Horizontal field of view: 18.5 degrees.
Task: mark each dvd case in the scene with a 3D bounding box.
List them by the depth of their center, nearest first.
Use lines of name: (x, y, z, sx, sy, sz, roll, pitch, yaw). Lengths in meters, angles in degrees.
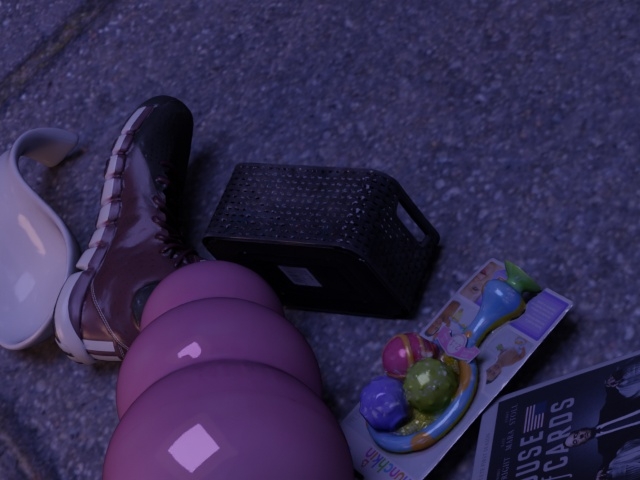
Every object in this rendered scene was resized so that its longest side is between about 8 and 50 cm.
dvd case: (0.225, 0.154, 1.510, 0.238, 0.029, 0.179, -21, 28, 25)

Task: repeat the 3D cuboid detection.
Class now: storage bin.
storage bin: (0.000, 0.000, 1.762, 0.180, 0.122, 0.084, 4, 60, 36)

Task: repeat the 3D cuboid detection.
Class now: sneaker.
sneaker: (-0.136, -0.002, 1.884, 0.162, 0.106, 0.281, 8, 72, 31)

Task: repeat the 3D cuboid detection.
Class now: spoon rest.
spoon rest: (-0.291, -0.009, 1.982, 0.137, 0.084, 0.276, -41, 37, 32)

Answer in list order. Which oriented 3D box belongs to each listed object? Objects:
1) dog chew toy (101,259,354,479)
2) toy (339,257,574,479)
dog chew toy: (-0.084, 0.144, 1.664, 0.206, 0.206, 0.332, -26, 39, 15)
toy: (0.090, 0.107, 1.654, 0.237, 0.056, 0.137, -45, 30, -8)
